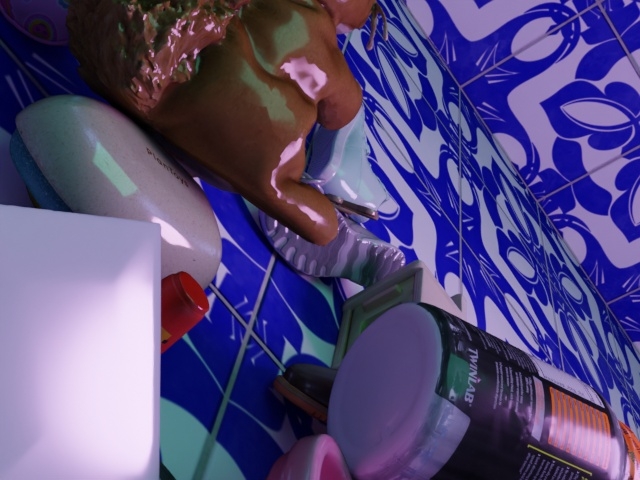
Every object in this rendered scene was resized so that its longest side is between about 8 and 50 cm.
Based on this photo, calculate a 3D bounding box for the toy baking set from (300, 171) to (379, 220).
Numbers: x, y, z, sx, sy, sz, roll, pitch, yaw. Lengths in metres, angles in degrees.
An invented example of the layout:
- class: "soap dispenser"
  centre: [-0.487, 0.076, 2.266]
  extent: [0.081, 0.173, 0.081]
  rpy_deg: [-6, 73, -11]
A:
- class: "toy baking set"
  centre: [-0.021, -0.082, 1.333]
  extent: [0.256, 0.030, 0.196]
  rpy_deg: [21, -2, -38]

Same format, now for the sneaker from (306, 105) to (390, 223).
- class: "sneaker"
  centre: [0.061, -0.133, 1.636]
  extent: [0.151, 0.094, 0.256]
  rpy_deg: [44, 37, -21]

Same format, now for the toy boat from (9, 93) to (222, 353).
- class: "toy boat"
  centre: [-0.200, 0.005, 0.885]
  extent: [0.267, 0.148, 0.318]
  rpy_deg: [46, 14, -40]

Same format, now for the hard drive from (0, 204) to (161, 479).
- class: "hard drive"
  centre: [-0.197, 0.133, 0.664]
  extent: [0.203, 0.040, 0.308]
  rpy_deg: [7, 81, -55]

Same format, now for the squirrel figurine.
- class: "squirrel figurine"
  centre: [-0.076, -0.261, 1.013]
  extent: [0.281, 0.370, 0.397]
  rpy_deg: [25, -12, 42]

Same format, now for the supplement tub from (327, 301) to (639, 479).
- class: "supplement tub"
  centre: [0.193, 0.221, 1.042]
  extent: [0.338, 0.207, 0.207]
  rpy_deg: [28, 35, -26]

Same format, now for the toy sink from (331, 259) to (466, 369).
- class: "toy sink"
  centre: [0.120, 0.132, 1.370]
  extent: [0.131, 0.152, 0.234]
  rpy_deg: [52, 25, -18]

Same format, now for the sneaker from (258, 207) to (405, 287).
- class: "sneaker"
  centre: [0.000, 0.000, 1.393]
  extent: [0.281, 0.105, 0.115]
  rpy_deg: [30, 1, -42]

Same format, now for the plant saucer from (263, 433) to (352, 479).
- class: "plant saucer"
  centre: [-0.008, 0.344, 0.818]
  extent: [0.332, 0.084, 0.332]
  rpy_deg: [-10, 90, -81]

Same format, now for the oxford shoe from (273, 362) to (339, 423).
- class: "oxford shoe"
  centre: [0.112, 0.187, 1.181]
  extent: [0.363, 0.133, 0.130]
  rpy_deg: [15, 6, -27]

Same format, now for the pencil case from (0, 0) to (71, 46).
- class: "pencil case"
  centre: [-0.281, -0.326, 1.126]
  extent: [0.124, 0.124, 0.284]
  rpy_deg: [53, 23, -15]

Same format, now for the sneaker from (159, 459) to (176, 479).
- class: "sneaker"
  centre: [-0.130, 0.260, 0.810]
  extent: [0.222, 0.083, 0.118]
  rpy_deg: [62, 11, 1]
